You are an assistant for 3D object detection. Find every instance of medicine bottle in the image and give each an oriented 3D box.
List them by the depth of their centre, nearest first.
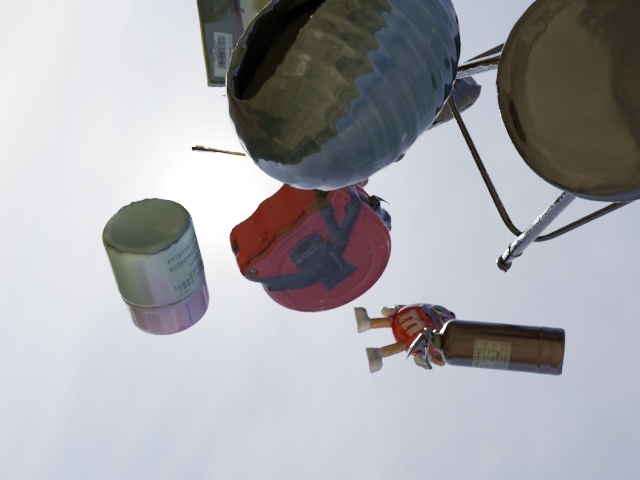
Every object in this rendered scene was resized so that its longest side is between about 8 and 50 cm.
[{"bbox_3d":[-0.234,0.039,1.518,0.135,0.135,0.168,-111,-170,-51],"label":"medicine bottle"}]

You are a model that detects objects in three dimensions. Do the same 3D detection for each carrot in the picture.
[{"bbox_3d":[0.220,-0.253,1.891,0.082,0.173,0.082,21,-55,34],"label":"carrot"}]

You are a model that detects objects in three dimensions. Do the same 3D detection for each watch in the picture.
[{"bbox_3d":[-0.160,-0.270,2.395,0.102,0.268,0.165,-68,161,-79],"label":"watch"}]

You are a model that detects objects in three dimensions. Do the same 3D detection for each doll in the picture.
[{"bbox_3d":[0.178,0.174,1.939,0.183,0.217,0.085,-107,-158,-47],"label":"doll"}]

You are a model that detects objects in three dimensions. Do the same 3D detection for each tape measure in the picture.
[{"bbox_3d":[0.000,0.001,1.727,0.253,0.260,0.114,-40,-139,15],"label":"tape measure"}]

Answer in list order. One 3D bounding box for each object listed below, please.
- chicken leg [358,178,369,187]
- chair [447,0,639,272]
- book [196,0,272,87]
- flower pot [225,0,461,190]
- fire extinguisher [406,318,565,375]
[{"bbox_3d":[0.042,-0.215,2.072,0.107,0.087,0.251,-18,-105,22],"label":"chicken leg"},{"bbox_3d":[0.386,-0.195,1.554,0.410,0.362,0.365,77,-12,-87],"label":"chair"},{"bbox_3d":[-0.093,-0.384,1.977,0.026,0.289,0.201,-28,-111,59],"label":"book"},{"bbox_3d":[0.023,-0.151,0.923,0.189,0.157,0.243,-1,-136,51],"label":"flower pot"},{"bbox_3d":[0.242,0.165,1.559,0.071,0.231,0.099,-78,167,-47],"label":"fire extinguisher"}]
